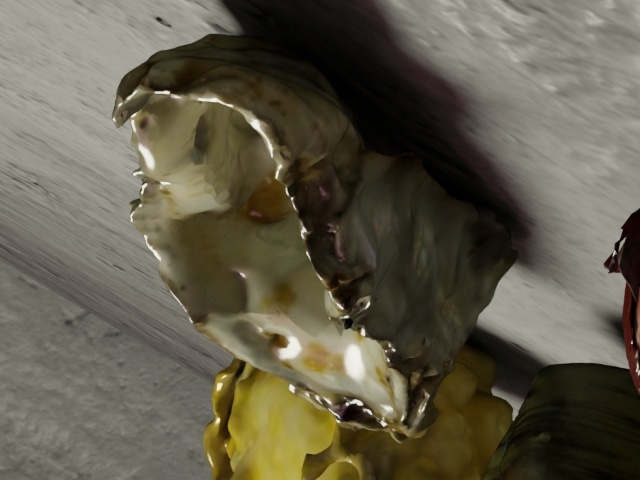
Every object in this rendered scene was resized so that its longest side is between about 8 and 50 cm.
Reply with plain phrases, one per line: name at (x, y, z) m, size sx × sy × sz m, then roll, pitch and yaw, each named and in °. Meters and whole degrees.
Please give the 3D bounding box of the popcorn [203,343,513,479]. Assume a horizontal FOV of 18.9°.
popcorn at (0.027, 0.154, 1.307) m, size 0.190 × 0.250 × 0.250 m, roll -5°, pitch -174°, yaw -25°

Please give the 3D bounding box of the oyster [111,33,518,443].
oyster at (0.004, -0.003, 0.875) m, size 0.166 × 0.110 × 0.341 m, roll 15°, pitch 161°, yaw 38°

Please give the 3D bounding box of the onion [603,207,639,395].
onion at (0.166, 0.046, 0.541) m, size 0.184 × 0.147 × 0.184 m, roll 14°, pitch 167°, yaw 3°

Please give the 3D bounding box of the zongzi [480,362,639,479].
zongzi at (0.269, 0.165, 0.922) m, size 0.323 × 0.160 × 0.360 m, roll 39°, pitch 151°, yaw -14°
